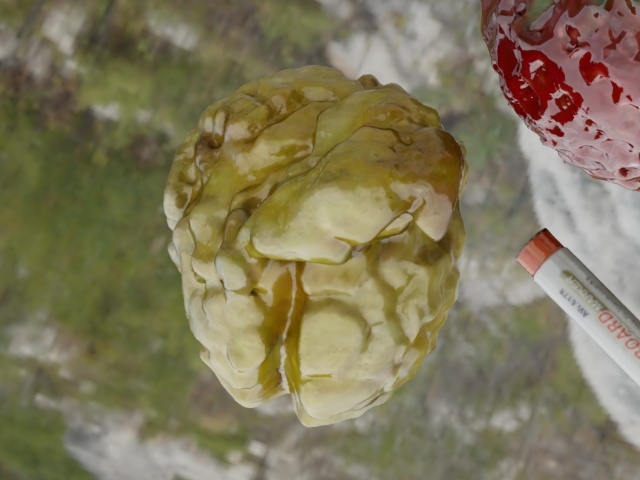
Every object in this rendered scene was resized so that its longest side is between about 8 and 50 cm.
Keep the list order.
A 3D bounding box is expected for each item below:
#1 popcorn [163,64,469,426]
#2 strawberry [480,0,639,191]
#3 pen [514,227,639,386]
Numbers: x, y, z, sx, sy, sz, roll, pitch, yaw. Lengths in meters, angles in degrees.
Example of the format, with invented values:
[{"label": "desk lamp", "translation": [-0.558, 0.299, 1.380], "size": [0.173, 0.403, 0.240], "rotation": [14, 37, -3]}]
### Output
[{"label": "popcorn", "translation": [0.000, 0.000, 1.226], "size": [0.225, 0.264, 0.332], "rotation": [14, 171, -12]}, {"label": "strawberry", "translation": [0.265, -0.177, 1.262], "size": [0.292, 0.291, 0.310], "rotation": [-4, 160, 42]}, {"label": "pen", "translation": [0.187, 0.082, 0.863], "size": [0.239, 0.028, 0.028], "rotation": [47, 161, 21]}]
